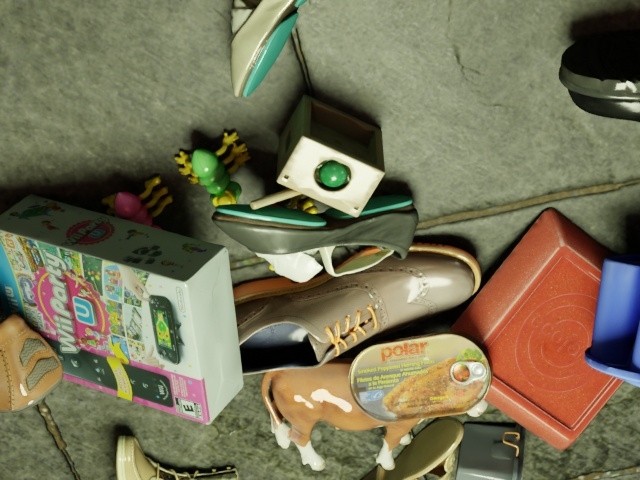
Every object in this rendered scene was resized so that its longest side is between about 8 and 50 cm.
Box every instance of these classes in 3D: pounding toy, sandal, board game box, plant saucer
[{"bbox_3d":[-0.003,-0.088,1.506,0.130,0.141,0.100,23,121,-14],"label":"pounding toy"},{"bbox_3d":[0.149,0.342,1.821,0.079,0.088,0.240,37,124,-18],"label":"sandal"},{"bbox_3d":[-0.257,0.085,1.573,0.303,0.097,0.224,14,127,26],"label":"board game box"},{"bbox_3d":[0.320,0.131,1.657,0.258,0.048,0.259,35,97,-21],"label":"plant saucer"}]

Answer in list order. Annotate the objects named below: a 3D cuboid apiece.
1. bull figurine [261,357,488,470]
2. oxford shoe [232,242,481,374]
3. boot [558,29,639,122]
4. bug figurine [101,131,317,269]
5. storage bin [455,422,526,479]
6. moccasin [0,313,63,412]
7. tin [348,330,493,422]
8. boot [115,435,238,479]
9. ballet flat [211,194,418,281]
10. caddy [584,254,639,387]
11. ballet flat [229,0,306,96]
[{"bbox_3d":[0.070,0.228,1.736,0.310,0.101,0.188,6,125,-4],"label":"bull figurine"},{"bbox_3d":[0.037,0.105,1.636,0.363,0.133,0.130,-17,121,10],"label":"oxford shoe"},{"bbox_3d":[0.440,-0.102,1.503,0.347,0.131,0.260,5,123,-3],"label":"boot"},{"bbox_3d":[-0.153,-0.009,1.599,0.279,0.072,0.216,-25,119,16],"label":"bug figurine"},{"bbox_3d":[0.241,0.314,1.780,0.091,0.135,0.098,8,124,6],"label":"storage bin"},{"bbox_3d":[-0.505,0.166,1.637,0.380,0.139,0.147,-12,110,42],"label":"moccasin"},{"bbox_3d":[0.130,0.174,1.617,0.189,0.040,0.106,-10,99,20],"label":"tin"},{"bbox_3d":[-0.204,0.356,1.835,0.165,0.077,0.213,-9,128,7],"label":"boot"},{"bbox_3d":[0.000,0.000,1.535,0.280,0.095,0.096,-3,103,-26],"label":"ballet flat"},{"bbox_3d":[0.495,0.119,1.544,0.341,0.241,0.179,1,98,-16],"label":"caddy"},{"bbox_3d":[-0.052,-0.279,1.429,0.086,0.086,0.248,28,117,-17],"label":"ballet flat"}]
